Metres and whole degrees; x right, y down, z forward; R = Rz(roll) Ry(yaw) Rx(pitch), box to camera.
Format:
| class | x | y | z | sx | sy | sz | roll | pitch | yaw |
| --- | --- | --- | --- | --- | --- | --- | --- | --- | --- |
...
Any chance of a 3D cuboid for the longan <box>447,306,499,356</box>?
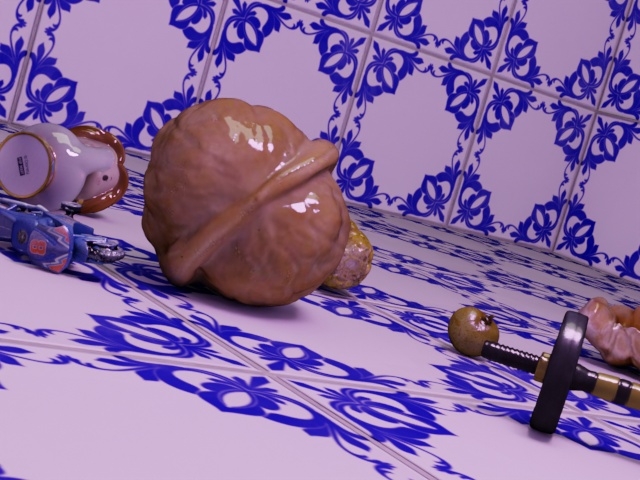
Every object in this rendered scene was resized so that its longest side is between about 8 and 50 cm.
| class | x | y | z | sx | sy | sz | roll | pitch | yaw |
| --- | --- | --- | --- | --- | --- | --- | --- | --- | --- |
| longan | 0.218 | 0.125 | 1.840 | 0.075 | 0.083 | 0.075 | 21 | 43 | -21 |

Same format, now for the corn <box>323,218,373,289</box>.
| class | x | y | z | sx | sy | sz | roll | pitch | yaw |
| --- | --- | --- | --- | --- | --- | --- | --- | --- | --- |
| corn | 0.000 | 0.000 | 2.156 | 0.130 | 0.130 | 0.347 | 14 | 7 | -20 |

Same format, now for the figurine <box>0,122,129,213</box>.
| class | x | y | z | sx | sy | sz | roll | pitch | yaw |
| --- | --- | --- | --- | --- | --- | --- | --- | --- | --- |
| figurine | -0.401 | -0.112 | 2.054 | 0.189 | 0.142 | 0.263 | -6 | -1 | 18 |

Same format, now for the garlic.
| class | x | y | z | sx | sy | sz | roll | pitch | yaw |
| --- | --- | --- | --- | --- | --- | --- | --- | --- | --- |
| garlic | 0.534 | 0.172 | 2.170 | 0.217 | 0.110 | 0.228 | 31 | 22 | 20 |

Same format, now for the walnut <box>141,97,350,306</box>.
| class | x | y | z | sx | sy | sz | roll | pitch | yaw |
| --- | --- | --- | --- | --- | --- | --- | --- | --- | --- |
| walnut | -0.100 | -0.048 | 1.720 | 0.296 | 0.285 | 0.285 | 53 | 5 | -4 |

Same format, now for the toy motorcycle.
| class | x | y | z | sx | sy | sz | roll | pitch | yaw |
| --- | --- | --- | --- | --- | --- | --- | --- | --- | --- |
| toy motorcycle | -0.337 | -0.006 | 1.608 | 0.205 | 0.076 | 0.114 | 20 | 14 | 38 |

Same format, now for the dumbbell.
| class | x | y | z | sx | sy | sz | roll | pitch | yaw |
| --- | --- | --- | --- | --- | --- | --- | --- | --- | --- |
| dumbbell | 0.338 | 0.170 | 1.464 | 0.325 | 0.143 | 0.143 | 18 | 6 | 11 |
